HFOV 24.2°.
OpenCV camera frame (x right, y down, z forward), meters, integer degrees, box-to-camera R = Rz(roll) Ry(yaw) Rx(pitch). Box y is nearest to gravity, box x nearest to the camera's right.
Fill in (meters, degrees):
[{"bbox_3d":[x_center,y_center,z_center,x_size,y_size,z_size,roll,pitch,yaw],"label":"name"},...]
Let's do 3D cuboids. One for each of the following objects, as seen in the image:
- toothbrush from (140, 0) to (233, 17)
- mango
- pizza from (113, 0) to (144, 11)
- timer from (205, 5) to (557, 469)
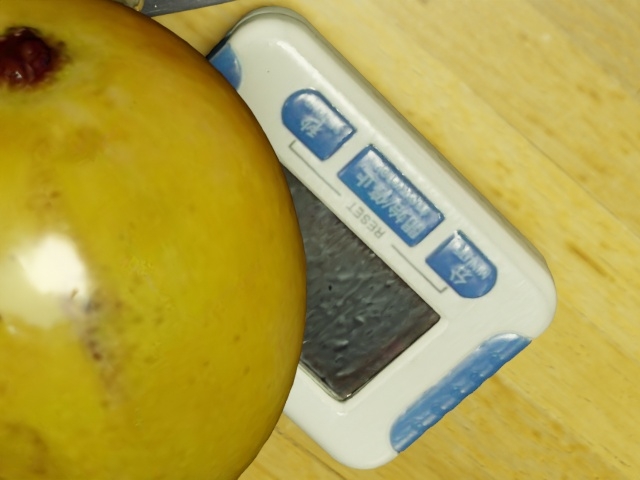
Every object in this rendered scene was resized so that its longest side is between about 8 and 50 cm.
[{"bbox_3d":[-0.066,-0.139,0.841,0.288,0.026,0.024,-6,107,7],"label":"toothbrush"},{"bbox_3d":[-0.189,0.040,0.770,0.300,0.232,0.446,47,139,-8],"label":"mango"},{"bbox_3d":[-0.168,-0.171,0.682,0.189,0.297,0.071,35,94,4],"label":"pizza"},{"bbox_3d":[0.000,0.000,0.885,0.178,0.078,0.253,-42,105,16],"label":"timer"}]
